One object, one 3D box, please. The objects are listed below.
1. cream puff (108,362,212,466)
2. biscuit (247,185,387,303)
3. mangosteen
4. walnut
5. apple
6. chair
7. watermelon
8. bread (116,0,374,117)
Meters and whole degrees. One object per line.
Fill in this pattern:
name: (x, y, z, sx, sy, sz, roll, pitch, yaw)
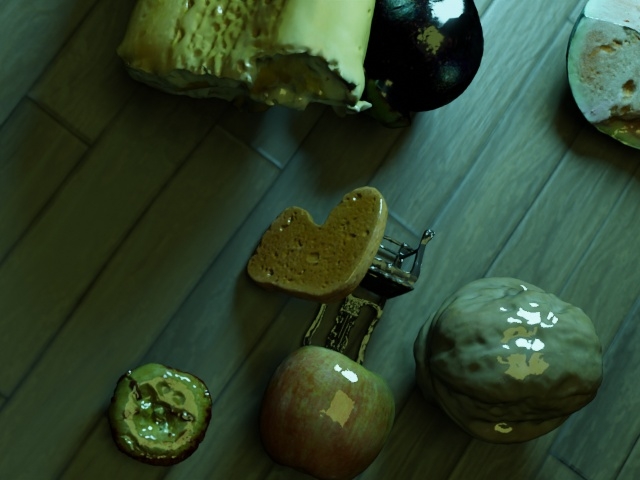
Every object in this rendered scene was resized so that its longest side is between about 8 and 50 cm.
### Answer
cream puff: (-0.225, 0.240, 1.594, 0.149, 0.084, 0.149, 4, 77, -17)
biscuit: (0.000, 0.000, 1.664, 0.036, 0.192, 0.186, 44, 64, -50)
mangosteen: (0.127, -0.286, 1.714, 0.242, 0.243, 0.243, 2, 82, -17)
walnut: (0.275, 0.174, 1.672, 0.273, 0.273, 0.227, 4, 47, -17)
apple: (0.006, 0.247, 1.613, 0.188, 0.188, 0.174, 25, 80, -13)
chair: (0.068, 0.077, 1.700, 0.106, 0.113, 0.229, 25, 72, -11)
watermelon: (0.515, -0.269, 1.885, 0.322, 0.175, 0.188, 44, 28, -14)
bread: (-0.057, -0.357, 1.614, 0.360, 0.250, 0.394, 8, 75, 26)
